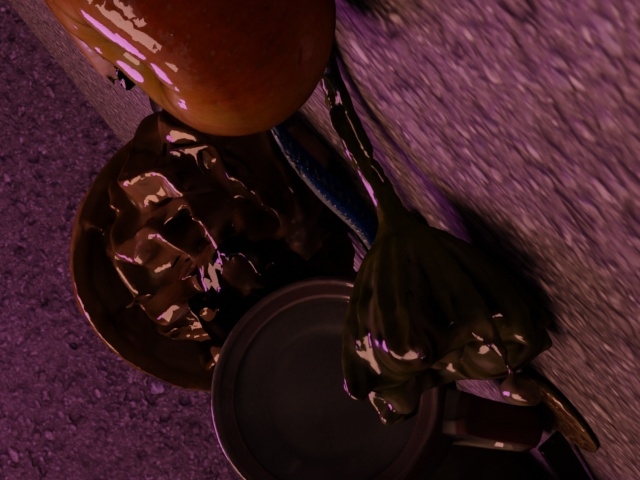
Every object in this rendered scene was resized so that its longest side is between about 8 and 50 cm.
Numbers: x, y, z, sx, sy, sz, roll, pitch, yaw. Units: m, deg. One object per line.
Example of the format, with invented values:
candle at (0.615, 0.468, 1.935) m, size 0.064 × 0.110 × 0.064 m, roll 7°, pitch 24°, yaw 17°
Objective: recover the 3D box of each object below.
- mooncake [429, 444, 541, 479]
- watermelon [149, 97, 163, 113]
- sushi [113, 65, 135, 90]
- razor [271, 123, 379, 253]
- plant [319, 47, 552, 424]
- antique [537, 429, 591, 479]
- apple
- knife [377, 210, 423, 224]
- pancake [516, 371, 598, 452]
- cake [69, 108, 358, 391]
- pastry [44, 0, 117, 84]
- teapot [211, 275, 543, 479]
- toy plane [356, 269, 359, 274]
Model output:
mooncake at (0.179, 0.423, 1.733) m, size 0.356 × 0.194 × 0.356 m, roll 27°, pitch 148°, yaw 19°
watermelon at (-0.193, -0.186, 1.822) m, size 0.111 × 0.078 × 0.078 m, roll 51°, pitch 172°, yaw 0°
sushi at (-0.143, -0.214, 1.213) m, size 0.149 × 0.140 × 0.287 m, roll 57°, pitch 173°, yaw 5°
razor at (0.010, -0.059, 1.220) m, size 0.093 × 0.056 × 0.324 m, roll -84°, pitch -30°, yaw -46°
plant at (0.094, -0.011, 1.143) m, size 0.251 × 0.180 × 0.334 m, roll 59°, pitch -157°, yaw -79°
antique at (0.282, 0.271, 1.427) m, size 0.192 × 0.031 × 0.015 m, roll 55°, pitch 175°, yaw -36°
apple at (-0.092, -0.192, 0.969) m, size 0.235 × 0.173 × 0.210 m, roll 44°, pitch 170°, yaw -18°
knife at (0.080, -0.003, 1.376) m, size 0.072 × 0.019 × 0.245 m, roll 51°, pitch 173°, yaw 11°
pancake at (0.237, 0.173, 1.327) m, size 0.115 × 0.011 × 0.115 m, roll 48°, pitch 172°, yaw 9°
cake at (-0.116, 0.011, 1.474) m, size 0.332 × 0.332 × 0.321 m, roll 51°, pitch 166°, yaw -6°
pastry at (-0.255, -0.300, 1.455) m, size 0.265 × 0.133 × 0.265 m, roll 50°, pitch 172°, yaw 9°
teapot at (0.079, 0.180, 1.400) m, size 0.314 × 0.233 × 0.312 m, roll 7°, pitch 171°, yaw 16°
toy plane at (0.000, 0.000, 1.696) m, size 0.235 × 0.060 × 0.096 m, roll 54°, pitch 159°, yaw 4°
